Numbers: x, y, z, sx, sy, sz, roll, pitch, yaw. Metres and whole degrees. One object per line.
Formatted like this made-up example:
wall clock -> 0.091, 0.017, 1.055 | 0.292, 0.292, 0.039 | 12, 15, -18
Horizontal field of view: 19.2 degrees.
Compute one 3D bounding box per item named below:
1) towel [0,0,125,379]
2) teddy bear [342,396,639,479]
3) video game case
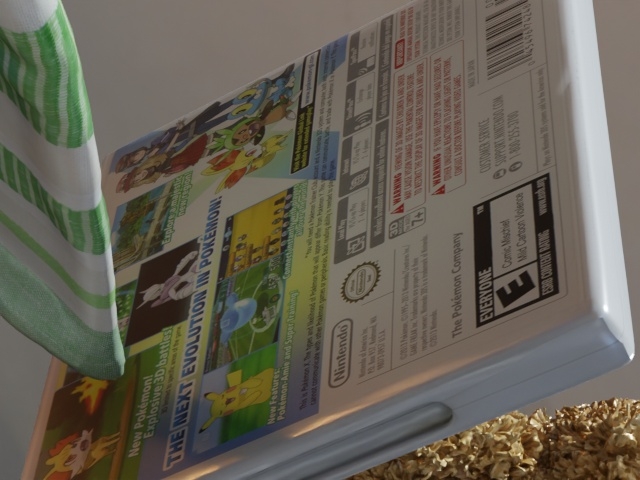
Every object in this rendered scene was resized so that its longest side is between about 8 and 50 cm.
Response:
towel -> -0.183, -0.083, 0.751 | 0.248, 0.038, 0.325 | 37, -24, 16
teddy bear -> 0.101, 0.191, 1.384 | 0.338, 0.113, 0.245 | 8, -46, -5
video game case -> 0.000, 0.000, 0.916 | 0.300, 0.329, 0.036 | -25, -58, 20
